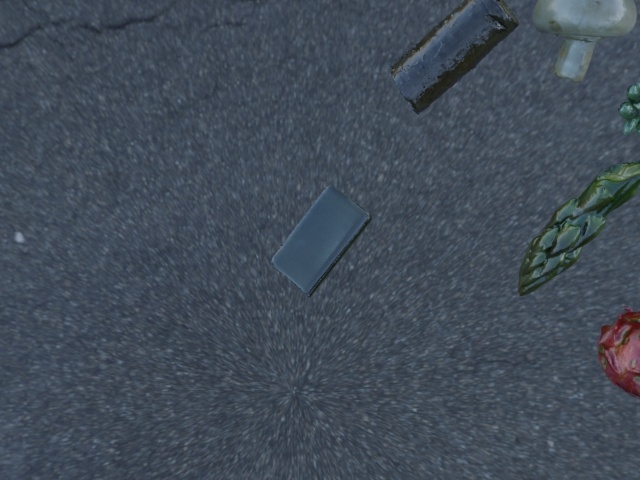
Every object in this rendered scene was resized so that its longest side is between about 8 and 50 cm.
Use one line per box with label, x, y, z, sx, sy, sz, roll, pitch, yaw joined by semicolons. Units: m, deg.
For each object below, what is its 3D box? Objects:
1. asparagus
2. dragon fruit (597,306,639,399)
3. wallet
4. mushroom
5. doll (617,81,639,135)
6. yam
asparagus;0.394;-0.021;1.245;0.080;0.080;0.287;35;116;5
dragon fruit;0.482;0.149;1.142;0.153;0.110;0.153;-1;50;1
wallet;0.000;0.000;1.533;0.110;0.031;0.198;39;99;12
mushroom;0.546;-0.452;1.679;0.207;0.206;0.209;23;86;3
doll;0.663;-0.273;1.658;0.078;0.150;0.115;16;97;39
yam;0.273;-0.402;1.677;0.280;0.131;0.131;-41;82;21
